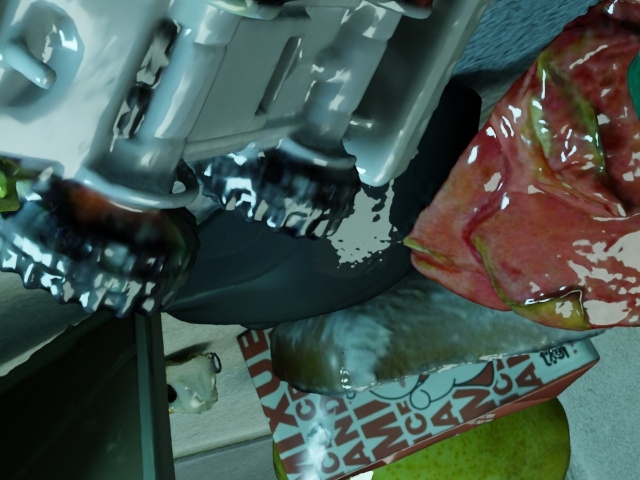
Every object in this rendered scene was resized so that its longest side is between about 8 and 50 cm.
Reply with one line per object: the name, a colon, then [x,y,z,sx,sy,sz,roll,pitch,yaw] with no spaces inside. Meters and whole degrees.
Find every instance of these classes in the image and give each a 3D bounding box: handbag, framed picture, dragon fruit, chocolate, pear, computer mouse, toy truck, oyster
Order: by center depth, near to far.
toy truck: [-0.030,-0.070,0.458,0.286,0.111,0.136,-16,136,-63]
dragon fruit: [0.215,-0.059,0.772,0.317,0.152,0.205,-35,160,-14]
computer mouse: [0.000,0.000,0.876,0.147,0.088,0.264,-7,161,-48]
framed picture: [-0.224,0.178,0.897,0.315,0.232,0.024,-33,126,16]
chocolate: [0.085,0.038,1.002,0.254,0.080,0.157,-12,-171,-22]
oyster: [-0.130,0.137,1.262,0.122,0.045,0.146,-28,161,25]
handbag: [0.083,0.111,1.283,0.298,0.171,0.151,-22,168,-18]
pear: [0.096,0.222,1.475,0.304,0.304,0.304,-24,168,-6]

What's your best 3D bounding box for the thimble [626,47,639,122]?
thimble: [0.285,-0.094,0.611,0.288,0.254,0.167,-13,-154,-27]
